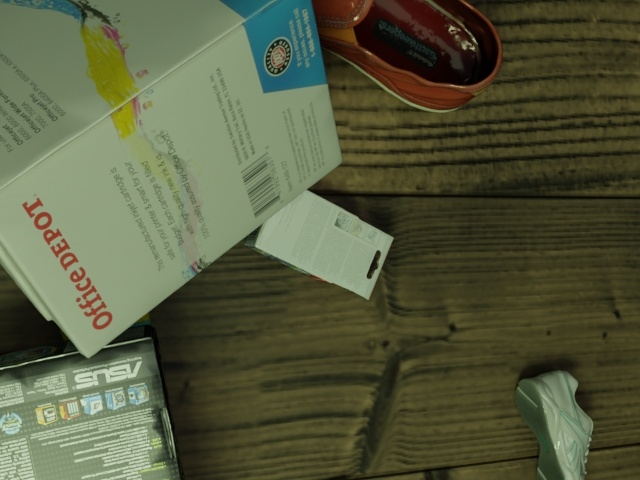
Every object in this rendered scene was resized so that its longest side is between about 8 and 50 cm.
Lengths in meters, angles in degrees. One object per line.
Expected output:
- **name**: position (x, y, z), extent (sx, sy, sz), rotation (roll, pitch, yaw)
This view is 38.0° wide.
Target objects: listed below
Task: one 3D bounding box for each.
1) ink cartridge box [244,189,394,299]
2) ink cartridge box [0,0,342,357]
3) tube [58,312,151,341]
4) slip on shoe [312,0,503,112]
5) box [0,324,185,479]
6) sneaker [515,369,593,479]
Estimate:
- **ink cartridge box**: position (0.000, 0.000, 0.783), extent (0.115, 0.029, 0.063), rotation (27, 80, -23)
- **ink cartridge box**: position (-0.133, -0.081, 0.614), extent (0.232, 0.168, 0.171), rotation (-38, 147, -18)
- **tube**: position (-0.155, 0.104, 0.711), extent (0.080, 0.052, 0.207), rotation (-14, 93, -28)
- **slip on shoe**: position (0.011, -0.206, 0.745), extent (0.331, 0.101, 0.123), rotation (26, 83, -21)
- **box**: position (-0.227, 0.191, 0.640), extent (0.270, 0.060, 0.216), rotation (-12, 97, -9)
- **sneaker**: position (0.234, 0.195, 0.878), extent (0.061, 0.053, 0.152), rotation (-17, 97, -25)
